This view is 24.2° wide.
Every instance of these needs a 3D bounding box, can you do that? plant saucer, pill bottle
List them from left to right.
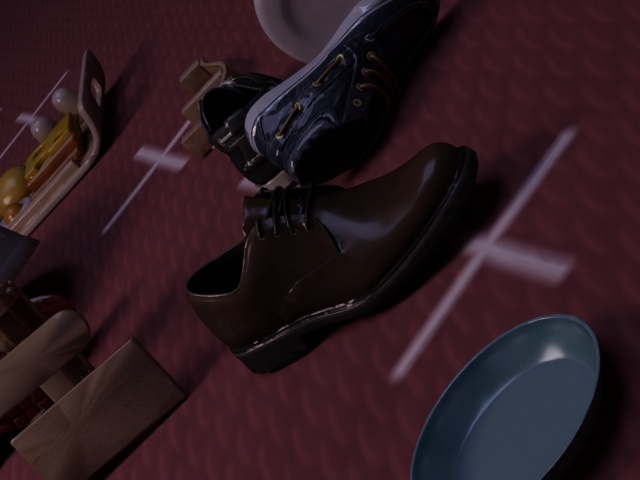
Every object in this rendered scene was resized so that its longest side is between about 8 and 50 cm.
[{"bbox_3d":[0.017,-0.250,1.268,0.121,0.121,0.216,-37,25,31],"label":"pill bottle"},{"bbox_3d":[0.092,0.089,0.707,0.119,0.021,0.119,-41,22,21],"label":"plant saucer"}]

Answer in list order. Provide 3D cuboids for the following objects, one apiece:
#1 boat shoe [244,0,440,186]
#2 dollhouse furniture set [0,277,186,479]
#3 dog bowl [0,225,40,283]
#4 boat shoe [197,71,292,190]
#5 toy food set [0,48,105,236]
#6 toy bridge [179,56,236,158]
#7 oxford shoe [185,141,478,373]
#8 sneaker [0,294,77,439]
[{"bbox_3d":[0.033,-0.114,1.111,0.183,0.065,0.083,-43,43,-2],"label":"boat shoe"},{"bbox_3d":[-0.184,0.078,1.138,0.123,0.144,0.151,-40,9,13],"label":"dollhouse furniture set"},{"bbox_3d":[-0.418,0.114,1.465,0.349,0.102,0.349,-51,9,11],"label":"dog bowl"},{"bbox_3d":[-0.063,-0.109,1.258,0.084,0.079,0.233,-49,20,7],"label":"boat shoe"},{"bbox_3d":[-0.374,-0.085,1.805,0.306,0.092,0.219,-46,22,13],"label":"toy food set"},{"bbox_3d":[-0.107,-0.141,1.462,0.063,0.026,0.188,-44,23,14],"label":"toy bridge"},{"bbox_3d":[0.000,0.000,0.934,0.227,0.096,0.083,-36,24,29],"label":"oxford shoe"},{"bbox_3d":[-0.296,0.134,1.307,0.225,0.088,0.093,-48,20,5],"label":"sneaker"}]
